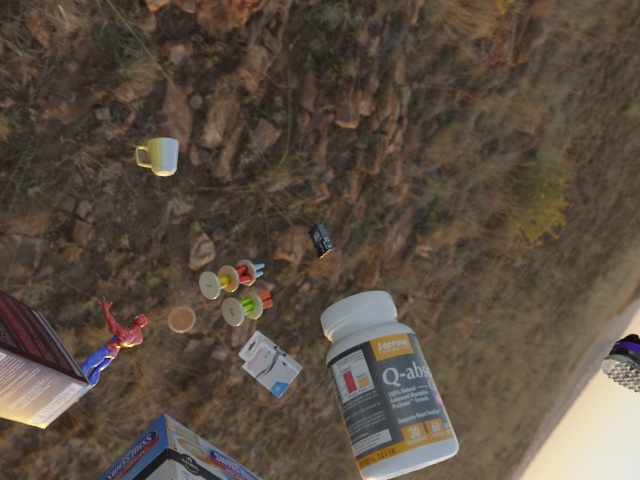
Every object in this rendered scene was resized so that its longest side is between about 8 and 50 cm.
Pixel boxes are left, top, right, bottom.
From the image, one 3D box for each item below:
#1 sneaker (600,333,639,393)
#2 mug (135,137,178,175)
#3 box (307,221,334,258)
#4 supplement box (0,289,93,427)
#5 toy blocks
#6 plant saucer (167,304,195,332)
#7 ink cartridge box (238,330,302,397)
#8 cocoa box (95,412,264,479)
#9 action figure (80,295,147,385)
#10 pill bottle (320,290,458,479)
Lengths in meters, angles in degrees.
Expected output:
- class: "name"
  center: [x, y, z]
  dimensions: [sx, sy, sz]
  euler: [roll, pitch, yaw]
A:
- class: "sneaker"
  center: [0.803, 0.309, 1.245]
  dimensions: [0.146, 0.293, 0.102]
  euler: [-42, 154, -30]
- class: "mug"
  center: [-0.316, -0.161, 1.090]
  dimensions: [0.062, 0.078, 0.064]
  euler: [77, 7, -85]
- class: "box"
  center: [0.000, 0.000, 1.536]
  dimensions: [0.018, 0.083, 0.067]
  euler: [-17, 166, -31]
- class: "supplement box"
  center: [-0.337, 0.100, 0.548]
  dimensions: [0.073, 0.130, 0.239]
  euler: [-41, 157, -14]
- class: "toy blocks"
  center: [-0.139, 0.092, 1.059]
  dimensions: [0.148, 0.123, 0.054]
  euler: [-18, 148, -53]
- class: "plant saucer"
  center: [-0.406, 0.230, 1.624]
  dimensions: [0.083, 0.013, 0.083]
  euler: [-5, 100, -28]
- class: "ink cartridge box"
  center: [-0.156, 0.363, 1.643]
  dimensions: [0.104, 0.180, 0.060]
  euler: [-53, 173, 7]
- class: "cocoa box"
  center: [-0.278, 0.588, 1.179]
  dimensions: [0.231, 0.228, 0.347]
  euler: [-45, 116, -1]
- class: "action figure"
  center: [-0.551, 0.257, 1.385]
  dimensions: [0.280, 0.139, 0.091]
  euler: [-40, 151, 4]
- class: "pill bottle"
  center: [0.102, 0.234, 0.913]
  dimensions: [0.162, 0.278, 0.162]
  euler: [-15, 154, -8]
